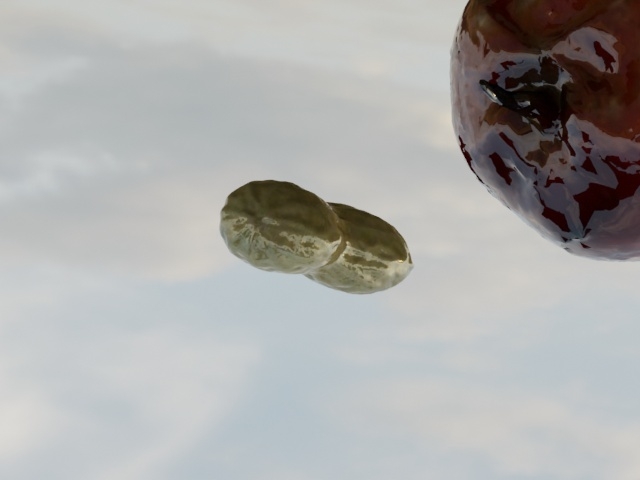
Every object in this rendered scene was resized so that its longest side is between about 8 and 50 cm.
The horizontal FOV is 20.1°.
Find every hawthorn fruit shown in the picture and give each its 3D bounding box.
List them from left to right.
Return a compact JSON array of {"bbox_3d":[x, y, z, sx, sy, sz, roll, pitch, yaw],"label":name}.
[{"bbox_3d":[0.200,-0.109,1.190,0.254,0.254,0.300,16,-170,38],"label":"hawthorn fruit"}]

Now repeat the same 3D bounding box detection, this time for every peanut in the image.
[{"bbox_3d":[0.000,0.000,1.496,0.187,0.082,0.082,19,-178,-40],"label":"peanut"}]
